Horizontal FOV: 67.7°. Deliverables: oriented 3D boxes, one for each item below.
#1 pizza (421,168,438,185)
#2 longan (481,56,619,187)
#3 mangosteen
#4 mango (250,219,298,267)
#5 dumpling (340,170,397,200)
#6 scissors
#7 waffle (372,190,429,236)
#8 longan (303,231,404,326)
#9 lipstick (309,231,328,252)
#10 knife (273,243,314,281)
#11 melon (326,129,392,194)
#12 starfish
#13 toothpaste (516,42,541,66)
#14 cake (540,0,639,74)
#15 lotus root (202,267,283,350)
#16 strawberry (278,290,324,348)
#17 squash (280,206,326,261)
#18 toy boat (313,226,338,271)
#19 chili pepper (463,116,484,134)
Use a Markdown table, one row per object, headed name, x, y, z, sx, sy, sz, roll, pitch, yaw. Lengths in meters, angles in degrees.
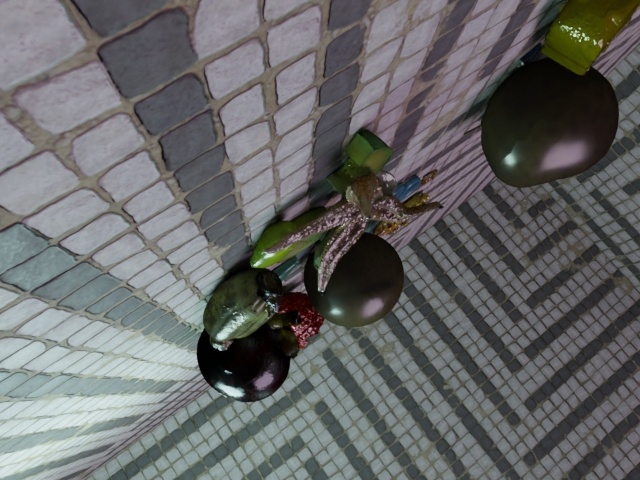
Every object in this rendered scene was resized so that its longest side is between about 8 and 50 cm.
| name | x | y | z | sx | sy | sz | roll | pitch | yaw |
| --- | --- | --- | --- | --- | --- | --- | --- | --- | --- |
| pizza | 0.409 | -0.234 | 1.807 | 0.083 | 0.025 | 0.078 | -43 | 169 | 30 |
| longan | 0.661 | -0.335 | 1.386 | 0.405 | 0.336 | 0.404 | -20 | 126 | -30 |
| mangosteen | -0.232 | 0.342 | 1.503 | 0.330 | 0.330 | 0.330 | -36 | 168 | -9 |
| mango | -0.113 | 0.011 | 1.121 | 0.165 | 0.074 | 0.091 | -37 | 171 | 33 |
| dumpling | 0.115 | -0.124 | 1.212 | 0.188 | 0.108 | 0.127 | -21 | 142 | -14 |
| scissors | 0.229 | -0.094 | 1.804 | 0.193 | 0.029 | 0.447 | -30 | 166 | -29 |
| waffle | 0.344 | -0.100 | 2.044 | 0.262 | 0.060 | 0.280 | -23 | 162 | -50 |
| longan | 0.113 | 0.122 | 1.630 | 0.361 | 0.361 | 0.361 | -36 | 168 | -9 |
| lipstick | 0.000 | 0.000 | 1.482 | 0.107 | 0.025 | 0.025 | -49 | 165 | 21 |
| knife | -0.062 | 0.042 | 1.504 | 0.260 | 0.034 | 0.063 | -44 | 157 | -2 |
| melon | 0.086 | -0.167 | 1.046 | 0.118 | 0.064 | 0.209 | -29 | 168 | -38 |
| starfish | 0.095 | -0.034 | 1.102 | 0.384 | 0.132 | 0.398 | -43 | 160 | 4 |
| toothpaste | 0.560 | -0.494 | 1.276 | 0.083 | 0.019 | 0.027 | -42 | 151 | 3 |
| cake | 0.623 | -0.506 | 1.096 | 0.179 | 0.156 | 0.260 | -57 | 169 | 13 |
| lotus root | -0.219 | 0.184 | 1.277 | 0.309 | 0.173 | 0.173 | -45 | 166 | 31 |
| strawberry | -0.132 | 0.302 | 1.896 | 0.261 | 0.257 | 0.261 | -32 | -162 | 12 |
| squash | -0.062 | -0.006 | 1.271 | 0.219 | 0.041 | 0.219 | -35 | 168 | -9 |
| toy boat | 0.061 | -0.032 | 1.356 | 0.293 | 0.055 | 0.093 | -53 | -176 | -33 |
| chili pepper | 0.578 | -0.398 | 1.562 | 0.204 | 0.072 | 0.073 | -34 | 160 | -3 |
